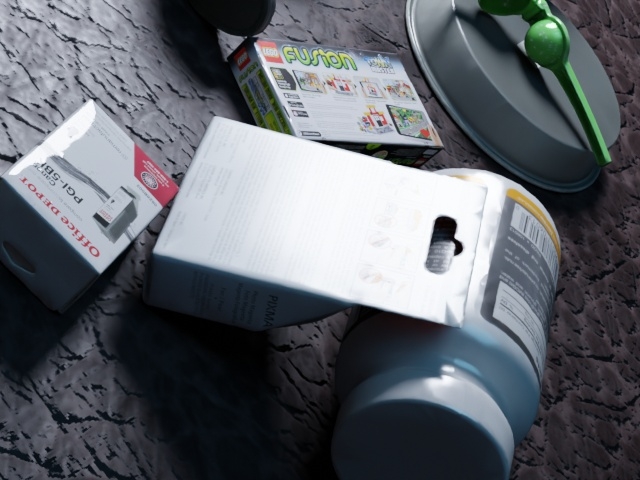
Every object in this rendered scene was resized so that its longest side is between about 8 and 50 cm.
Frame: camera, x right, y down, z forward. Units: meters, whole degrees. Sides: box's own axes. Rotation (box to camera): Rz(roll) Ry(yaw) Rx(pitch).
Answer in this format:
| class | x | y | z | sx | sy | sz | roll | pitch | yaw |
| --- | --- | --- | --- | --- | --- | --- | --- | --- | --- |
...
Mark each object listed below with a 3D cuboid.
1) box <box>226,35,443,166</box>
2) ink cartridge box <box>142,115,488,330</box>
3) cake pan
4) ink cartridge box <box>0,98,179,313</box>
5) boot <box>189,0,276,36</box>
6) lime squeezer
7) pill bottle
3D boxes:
| class | x | y | z | sx | sy | sz | roll | pitch | yaw |
| --- | --- | --- | --- | --- | --- | --- | --- | --- | --- |
| box | 0.017 | -0.126 | 1.426 | 0.207 | 0.036 | 0.114 | 0 | 58 | -47 |
| ink cartridge box | 0.000 | 0.000 | 1.188 | 0.232 | 0.066 | 0.189 | 17 | 39 | 0 |
| cake pan | 0.219 | -0.187 | 1.686 | 0.293 | 0.054 | 0.293 | 28 | 41 | -27 |
| ink cartridge box | -0.176 | -0.027 | 1.109 | 0.099 | 0.056 | 0.135 | 45 | 35 | -8 |
| boot | -0.047 | -0.300 | 1.471 | 0.229 | 0.091 | 0.263 | -3 | 58 | -48 |
| lime squeezer | 0.212 | -0.216 | 1.609 | 0.310 | 0.059 | 0.110 | 43 | 36 | -11 |
| pill bottle | 0.099 | 0.080 | 1.220 | 0.162 | 0.162 | 0.278 | 39 | 37 | -15 |
